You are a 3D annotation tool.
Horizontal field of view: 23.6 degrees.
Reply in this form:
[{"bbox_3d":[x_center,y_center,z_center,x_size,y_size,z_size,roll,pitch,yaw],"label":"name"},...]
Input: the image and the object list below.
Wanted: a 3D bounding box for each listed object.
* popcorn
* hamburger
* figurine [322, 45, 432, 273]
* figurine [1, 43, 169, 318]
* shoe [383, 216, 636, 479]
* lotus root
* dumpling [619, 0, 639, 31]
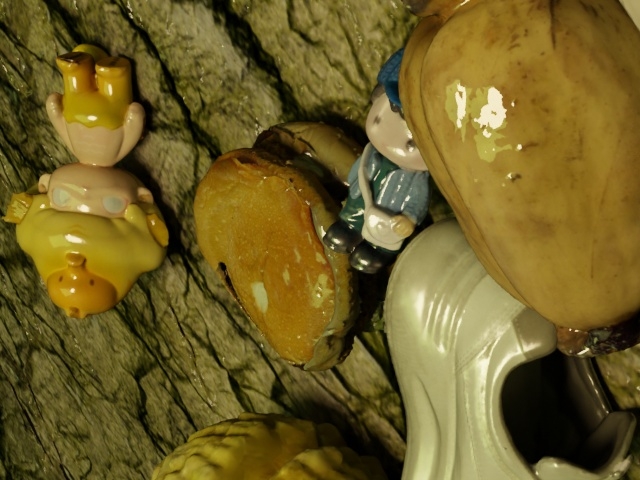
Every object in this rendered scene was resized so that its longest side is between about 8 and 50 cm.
[{"bbox_3d":[-0.034,0.268,1.225,0.224,0.270,0.258,115,168,-48],"label":"popcorn"},{"bbox_3d":[0.000,0.000,1.106,0.185,0.113,0.177,-5,102,49],"label":"hamburger"},{"bbox_3d":[0.056,-0.052,0.968,0.086,0.087,0.149,39,122,31],"label":"figurine"},{"bbox_3d":[-0.205,-0.047,1.376,0.156,0.131,0.246,11,112,7],"label":"figurine"},{"bbox_3d":[0.136,0.144,0.990,0.159,0.124,0.316,14,123,44],"label":"shoe"},{"bbox_3d":[0.124,-0.062,0.837,0.154,0.140,0.257,-116,3,-72],"label":"lotus root"},{"bbox_3d":[0.191,-0.171,0.646,0.341,0.181,0.260,54,-172,-46],"label":"dumpling"}]
